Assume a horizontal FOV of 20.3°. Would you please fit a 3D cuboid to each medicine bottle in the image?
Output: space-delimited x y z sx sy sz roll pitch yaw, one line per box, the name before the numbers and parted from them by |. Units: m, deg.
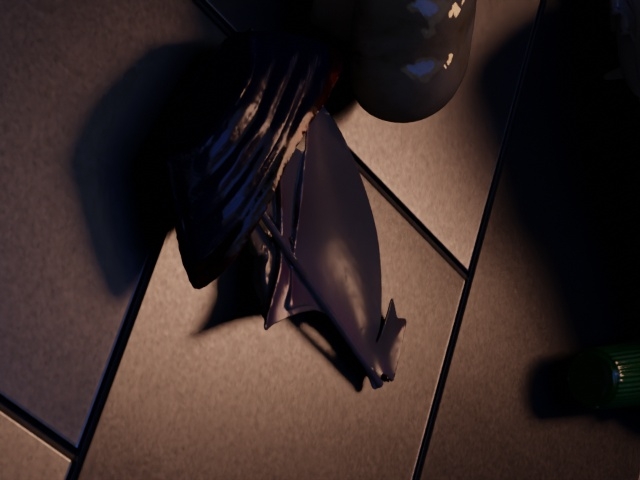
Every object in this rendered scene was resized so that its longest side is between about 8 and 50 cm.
medicine bottle | 0.330 0.120 1.671 0.309 0.076 0.111 0 82 -53

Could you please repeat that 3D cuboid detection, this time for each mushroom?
mushroom | 0.054 -0.164 1.333 0.154 0.122 0.154 11 90 -87

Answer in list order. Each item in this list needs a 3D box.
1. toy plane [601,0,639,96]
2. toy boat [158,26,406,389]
toy plane | 0.297 -0.216 1.687 0.162 0.065 0.171 21 70 -50
toy boat | -0.001 -0.030 1.280 0.318 0.072 0.219 29 65 -50
